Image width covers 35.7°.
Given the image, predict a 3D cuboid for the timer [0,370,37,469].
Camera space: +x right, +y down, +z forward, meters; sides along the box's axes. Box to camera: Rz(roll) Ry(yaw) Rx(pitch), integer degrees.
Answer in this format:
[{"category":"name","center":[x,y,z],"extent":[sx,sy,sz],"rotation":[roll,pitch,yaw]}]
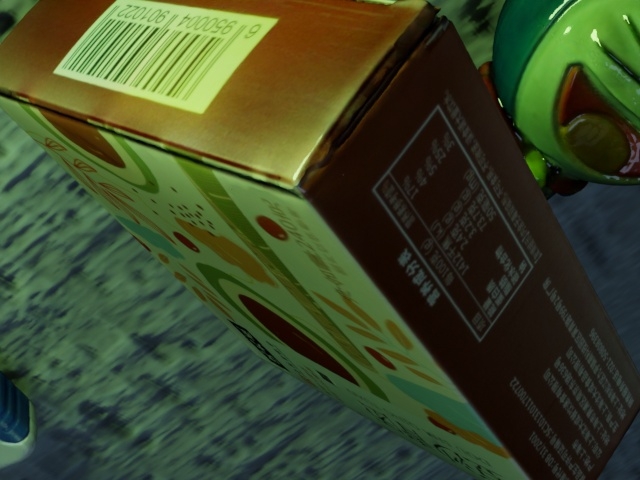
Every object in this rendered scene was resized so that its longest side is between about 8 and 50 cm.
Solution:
[{"category":"timer","center":[-0.406,0.169,0.906],"extent":[0.253,0.078,0.178],"rotation":[-21,135,5]}]

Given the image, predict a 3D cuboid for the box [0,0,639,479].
[{"category":"box","center":[0.000,0.000,0.689],"extent":[0.122,0.344,0.385],"rotation":[-53,133,-15]}]

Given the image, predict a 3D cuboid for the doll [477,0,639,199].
[{"category":"doll","center":[0.198,-0.117,0.751],"extent":[0.322,0.186,0.198],"rotation":[-33,126,26]}]
